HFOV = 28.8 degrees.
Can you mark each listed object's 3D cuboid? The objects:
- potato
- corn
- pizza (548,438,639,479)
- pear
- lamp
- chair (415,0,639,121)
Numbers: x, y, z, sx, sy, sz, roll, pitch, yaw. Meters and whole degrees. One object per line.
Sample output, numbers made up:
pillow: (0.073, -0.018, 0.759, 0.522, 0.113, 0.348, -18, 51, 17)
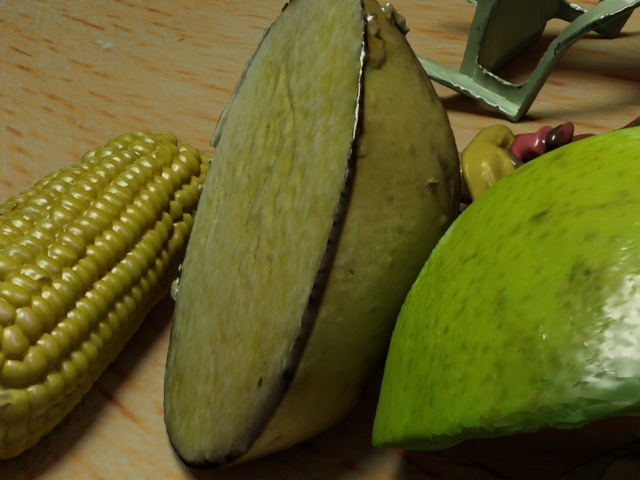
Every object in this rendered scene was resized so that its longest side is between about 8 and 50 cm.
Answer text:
potato: (0.000, 0.000, 0.746, 0.239, 0.116, 0.299, -18, 55, 56)
corn: (-0.172, 0.026, 0.831, 0.130, 0.130, 0.347, 0, 29, 27)
pizza: (0.133, 0.155, 0.488, 0.323, 0.089, 0.223, -25, 26, -20)
pear: (0.134, 0.021, 0.556, 0.288, 0.139, 0.239, -13, 1, 20)
lamp: (0.123, -0.017, 0.792, 0.118, 0.118, 0.253, -35, 16, -35)
chair: (0.175, -0.225, 1.092, 0.275, 0.190, 0.203, 32, 46, 18)
